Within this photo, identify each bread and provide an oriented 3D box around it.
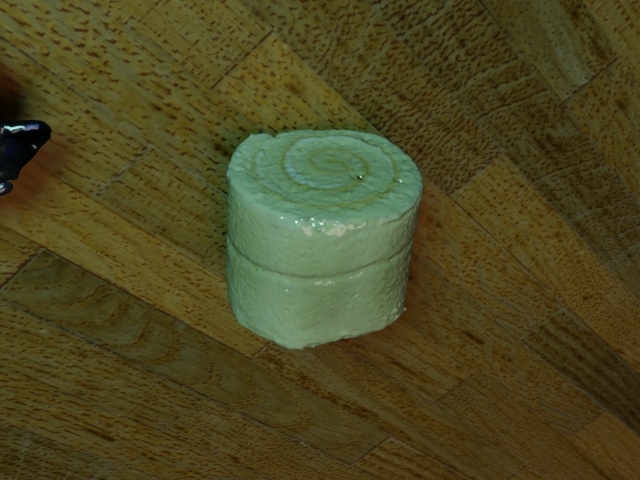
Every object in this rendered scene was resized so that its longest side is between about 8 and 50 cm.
[{"bbox_3d":[0.000,0.000,0.694,0.148,0.134,0.141,0,131,-6],"label":"bread"}]

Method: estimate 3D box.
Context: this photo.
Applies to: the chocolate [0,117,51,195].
[{"bbox_3d":[-0.317,-0.088,0.486,0.343,0.126,0.148,8,113,-30],"label":"chocolate"}]
